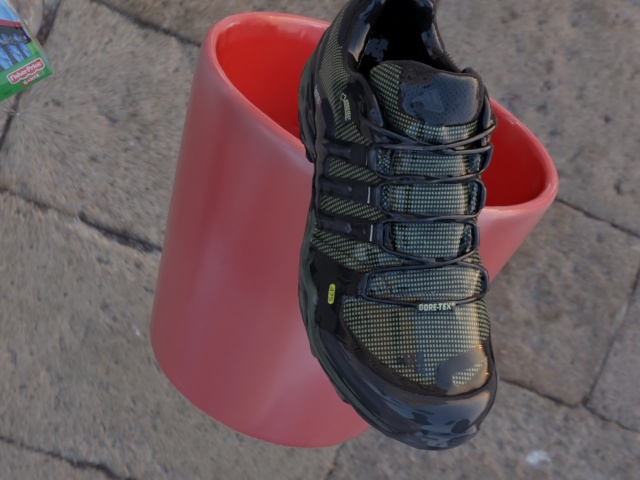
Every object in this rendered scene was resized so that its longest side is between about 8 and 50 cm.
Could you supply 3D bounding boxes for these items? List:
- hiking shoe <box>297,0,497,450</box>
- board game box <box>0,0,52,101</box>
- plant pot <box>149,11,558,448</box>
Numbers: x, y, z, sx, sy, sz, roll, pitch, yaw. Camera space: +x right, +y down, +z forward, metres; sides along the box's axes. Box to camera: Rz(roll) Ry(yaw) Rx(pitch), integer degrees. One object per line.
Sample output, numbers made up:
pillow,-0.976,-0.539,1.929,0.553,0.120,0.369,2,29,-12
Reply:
hiking shoe,0.034,-0.024,0.496,0.086,0.114,0.227,-5,63,-13
board game box,-0.285,-0.148,0.680,0.160,0.039,0.211,-29,138,-4
plant pot,0.000,0.000,0.823,0.274,0.275,0.243,17,118,-16
